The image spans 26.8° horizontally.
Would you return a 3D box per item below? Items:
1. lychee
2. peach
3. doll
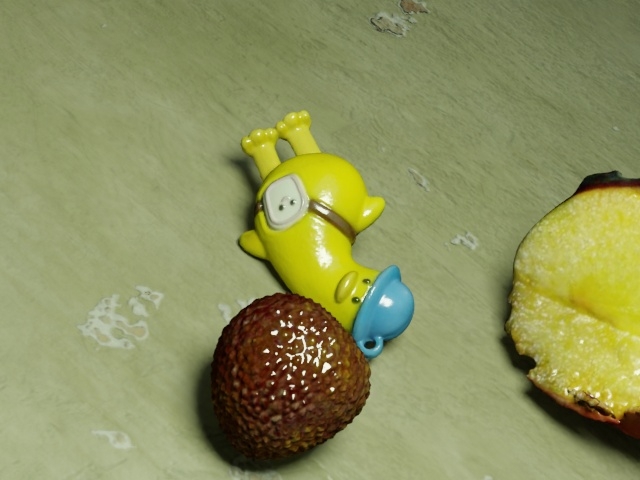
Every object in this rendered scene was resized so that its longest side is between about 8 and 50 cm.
[{"bbox_3d":[-0.041,0.154,1.542,0.194,0.194,0.194,15,41,-14],"label":"lychee"},{"bbox_3d":[0.455,0.097,1.773,0.417,0.339,0.353,29,2,3],"label":"peach"},{"bbox_3d":[0.000,0.000,1.784,0.199,0.145,0.363,-25,64,2],"label":"doll"}]
